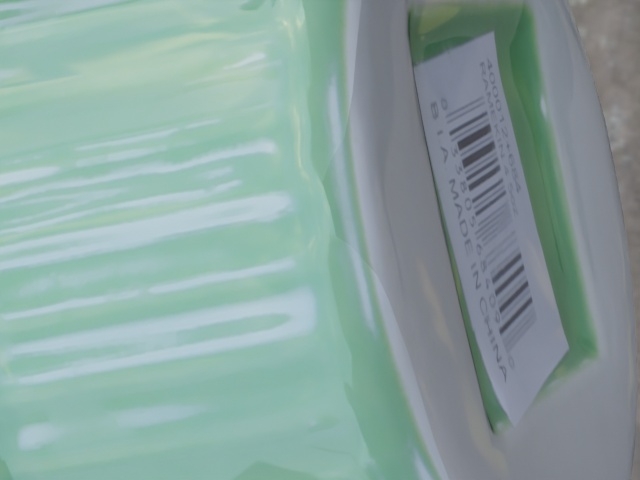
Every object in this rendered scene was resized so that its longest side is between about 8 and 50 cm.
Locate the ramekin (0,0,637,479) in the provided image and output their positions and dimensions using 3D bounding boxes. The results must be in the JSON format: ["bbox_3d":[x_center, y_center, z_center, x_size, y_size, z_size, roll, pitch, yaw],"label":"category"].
[{"bbox_3d":[0.000,0.000,0.562,0.148,0.303,0.303,-10,75,25],"label":"ramekin"}]
